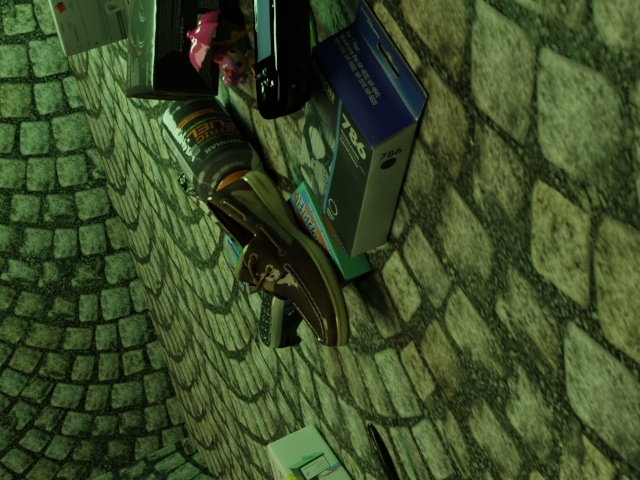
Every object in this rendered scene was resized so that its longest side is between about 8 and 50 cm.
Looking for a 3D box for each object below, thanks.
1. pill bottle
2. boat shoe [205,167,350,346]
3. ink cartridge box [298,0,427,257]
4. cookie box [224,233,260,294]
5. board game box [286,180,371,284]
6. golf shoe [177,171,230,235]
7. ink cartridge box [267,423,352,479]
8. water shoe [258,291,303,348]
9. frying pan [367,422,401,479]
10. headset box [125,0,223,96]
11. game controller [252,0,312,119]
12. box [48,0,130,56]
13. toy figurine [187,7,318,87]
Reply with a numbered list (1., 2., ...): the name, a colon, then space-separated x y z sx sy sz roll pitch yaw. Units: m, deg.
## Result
1. pill bottle: -0.184 -0.146 1.838 0.246 0.130 0.130 54 158 38
2. boat shoe: -0.072 0.036 1.561 0.342 0.123 0.123 58 160 30
3. ink cartridge box: 0.042 -0.129 1.287 0.165 0.065 0.333 61 161 25
4. cookie box: -0.156 0.044 2.137 0.107 0.040 0.092 53 156 39
5. board game box: 0.000 0.000 1.594 0.160 0.047 0.210 66 162 7
6. golf shoe: -0.199 -0.073 2.030 0.273 0.105 0.120 45 159 54
7. ink cartridge box: 0.007 0.547 2.117 0.278 0.117 0.201 48 154 50
8. water shoe: -0.058 0.095 1.859 0.073 0.080 0.203 37 120 54
9. frying pan: 0.153 0.461 1.681 0.197 0.053 0.326 104 143 -63
10. headset box: -0.250 -0.345 1.721 0.293 0.110 0.218 -163 76 -69
11. game controller: -0.058 -0.307 1.244 0.166 0.067 0.319 -169 77 -68
12. box: -0.482 -0.491 2.234 0.038 0.186 0.145 52 158 42
13. toy figurine: -0.094 -0.256 1.380 0.173 0.159 0.130 65 163 9
